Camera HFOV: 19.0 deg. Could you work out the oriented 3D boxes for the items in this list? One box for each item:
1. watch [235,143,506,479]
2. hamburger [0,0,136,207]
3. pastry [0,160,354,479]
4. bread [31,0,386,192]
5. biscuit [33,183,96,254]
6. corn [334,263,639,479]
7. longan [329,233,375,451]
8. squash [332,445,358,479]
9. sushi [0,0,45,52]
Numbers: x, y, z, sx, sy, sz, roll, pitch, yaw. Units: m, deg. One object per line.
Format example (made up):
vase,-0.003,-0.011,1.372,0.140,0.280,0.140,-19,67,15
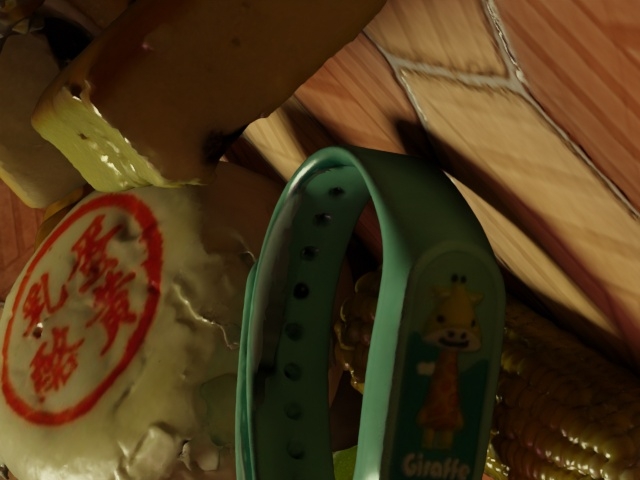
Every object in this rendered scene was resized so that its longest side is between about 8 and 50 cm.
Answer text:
watch,0.016,0.070,0.975,0.068,0.237,0.195,7,177,-27
hamburger,-0.210,-0.163,1.227,0.300,0.176,0.300,46,177,3
pastry,-0.095,0.068,1.186,0.133,0.265,0.265,31,-174,-41
bread,-0.063,-0.087,0.930,0.077,0.138,0.361,50,172,-8
biscuit,-0.101,0.077,1.497,0.325,0.107,0.326,35,-143,-32
corn,0.099,0.081,0.983,0.097,0.097,0.320,54,170,-27
longan,-0.022,0.066,1.358,0.189,0.189,0.189,49,172,9
squash,0.040,0.178,1.411,0.095,0.188,0.095,47,173,7
sushi,-0.236,-0.276,0.908,0.417,0.176,0.417,47,164,18
